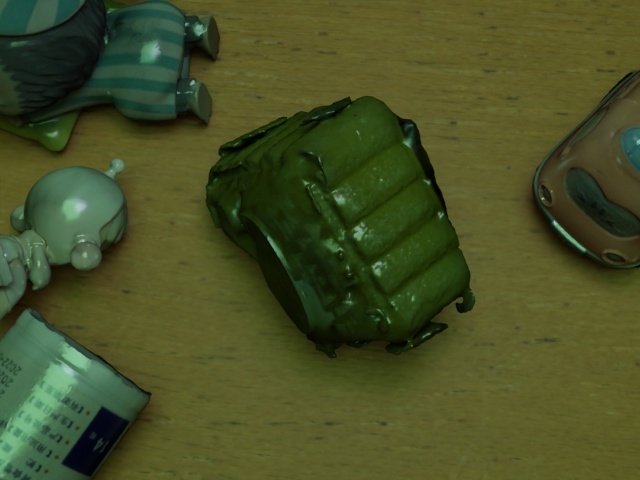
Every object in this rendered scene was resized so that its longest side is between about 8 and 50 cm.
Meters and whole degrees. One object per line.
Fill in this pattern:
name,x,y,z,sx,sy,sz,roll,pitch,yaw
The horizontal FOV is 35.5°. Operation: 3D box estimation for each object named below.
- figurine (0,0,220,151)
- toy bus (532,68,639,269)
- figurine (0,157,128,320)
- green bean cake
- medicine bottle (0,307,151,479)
figurine,-0.327,-0.284,1.213,0.361,0.377,0.266,4,77,2
toy bus,0.420,-0.110,1.256,0.288,0.232,0.194,-43,83,-12
figurine,-0.350,-0.016,1.259,0.257,0.182,0.144,-36,102,-35
green bean cake,0.000,0.000,1.228,0.202,0.285,0.310,-33,102,-31
medicine bottle,-0.372,0.264,1.173,0.190,0.190,0.332,35,79,7
